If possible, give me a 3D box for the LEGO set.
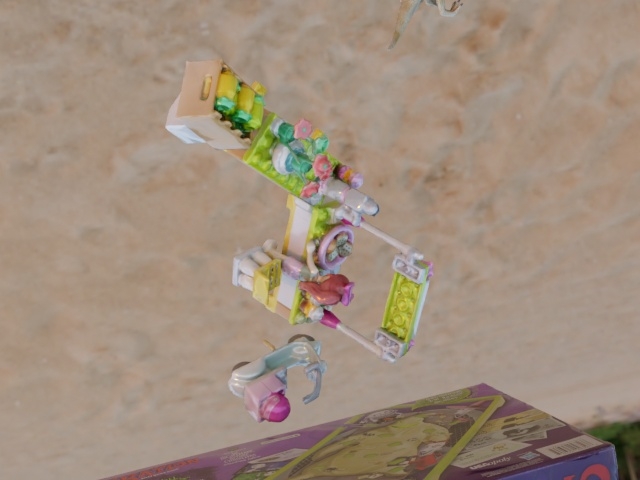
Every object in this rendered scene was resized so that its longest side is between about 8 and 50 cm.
[{"bbox_3d":[0.000,0.000,0.732,0.132,0.107,0.287,-38,142,-29],"label":"LEGO set"}]

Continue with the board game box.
[{"bbox_3d":[-0.005,0.172,0.766,0.347,0.056,0.208,-12,-169,-14],"label":"board game box"}]

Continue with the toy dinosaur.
[{"bbox_3d":[0.120,-0.299,1.364,0.093,0.183,0.053,18,179,-34],"label":"toy dinosaur"}]
